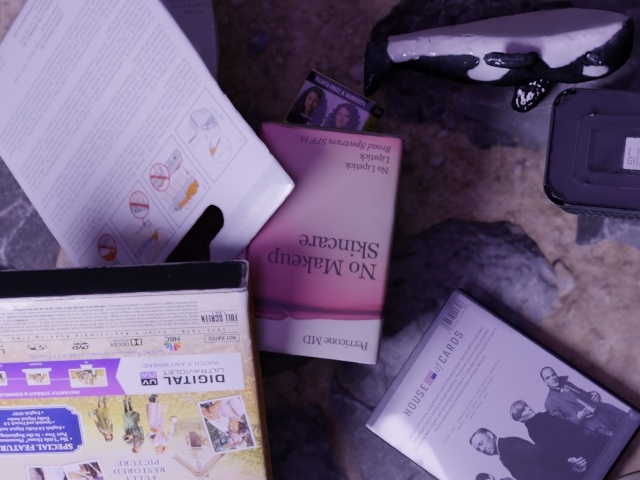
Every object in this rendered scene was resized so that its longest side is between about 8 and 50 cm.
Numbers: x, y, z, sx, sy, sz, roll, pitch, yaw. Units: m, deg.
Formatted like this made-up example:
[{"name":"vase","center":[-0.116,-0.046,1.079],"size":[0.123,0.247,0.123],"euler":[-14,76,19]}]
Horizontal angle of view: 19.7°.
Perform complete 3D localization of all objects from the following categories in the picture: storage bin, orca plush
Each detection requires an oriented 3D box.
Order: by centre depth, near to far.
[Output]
[{"name":"storage bin","center":[0.324,-0.084,1.868],"size":[0.180,0.084,0.122],"euler":[6,86,17]},{"name":"orca plush","center":[0.187,-0.169,1.909],"size":[0.287,0.151,0.102],"euler":[-9,114,12]}]

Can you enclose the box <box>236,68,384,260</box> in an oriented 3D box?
[{"name":"box","center":[-0.024,-0.061,1.980],"size":[0.087,0.058,0.232],"euler":[30,94,13]}]

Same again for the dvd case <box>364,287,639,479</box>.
[{"name":"dvd case","center":[0.190,0.187,1.911],"size":[0.239,0.029,0.179],"euler":[35,95,17]}]

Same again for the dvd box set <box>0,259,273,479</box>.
[{"name":"dvd box set","center":[-0.201,0.219,1.863],"size":[0.308,0.062,0.420],"euler":[-3,119,5]}]

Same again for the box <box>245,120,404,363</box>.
[{"name":"box","center":[0.000,0.000,1.882],"size":[0.149,0.127,0.232],"euler":[6,93,1]}]

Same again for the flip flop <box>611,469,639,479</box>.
[{"name":"flip flop","center":[0.396,0.310,1.813],"size":[0.277,0.080,0.112],"euler":[27,93,17]}]

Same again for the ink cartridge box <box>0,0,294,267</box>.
[{"name":"ink cartridge box","center":[-0.188,-0.113,1.937],"size":[0.385,0.091,0.308],"euler":[53,127,18]}]
